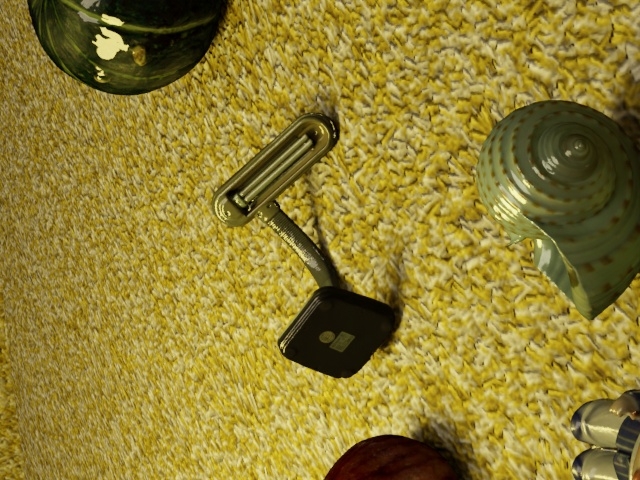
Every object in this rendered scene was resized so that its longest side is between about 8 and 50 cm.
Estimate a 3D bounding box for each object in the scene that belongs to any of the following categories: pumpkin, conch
[{"bbox_3d":[-0.279,-0.360,1.782,0.323,0.241,0.323,32,127,55],"label":"pumpkin"},{"bbox_3d":[0.215,-0.036,1.076,0.172,0.131,0.200,47,-177,14],"label":"conch"}]

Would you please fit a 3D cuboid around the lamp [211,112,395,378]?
[{"bbox_3d":[0.004,0.000,1.529,0.203,0.124,0.283,-51,48,29],"label":"lamp"}]

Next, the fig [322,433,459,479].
[{"bbox_3d":[0.058,0.289,1.427,0.149,0.202,0.148,-9,-73,-83],"label":"fig"}]

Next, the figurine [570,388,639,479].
[{"bbox_3d":[0.291,0.194,1.013,0.274,0.133,0.194,123,146,-64],"label":"figurine"}]
